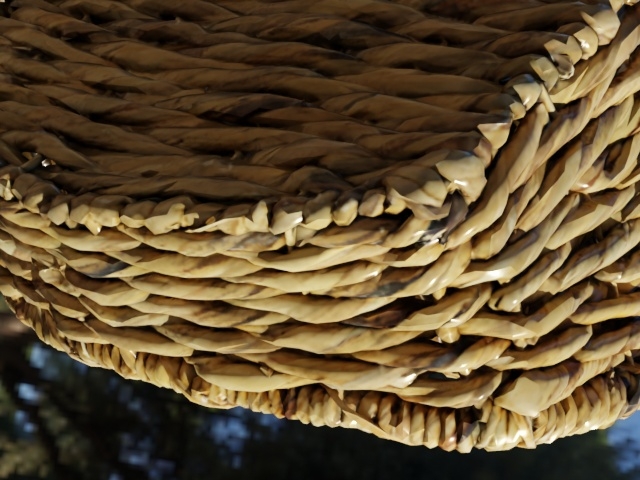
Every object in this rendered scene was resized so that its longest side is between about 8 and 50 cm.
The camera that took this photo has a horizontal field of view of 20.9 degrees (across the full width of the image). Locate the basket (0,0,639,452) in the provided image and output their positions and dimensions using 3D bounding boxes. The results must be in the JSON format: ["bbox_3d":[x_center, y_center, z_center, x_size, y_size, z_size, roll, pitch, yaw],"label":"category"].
[{"bbox_3d":[0.000,0.000,0.712,0.213,0.299,0.223,-49,135,-31],"label":"basket"}]
